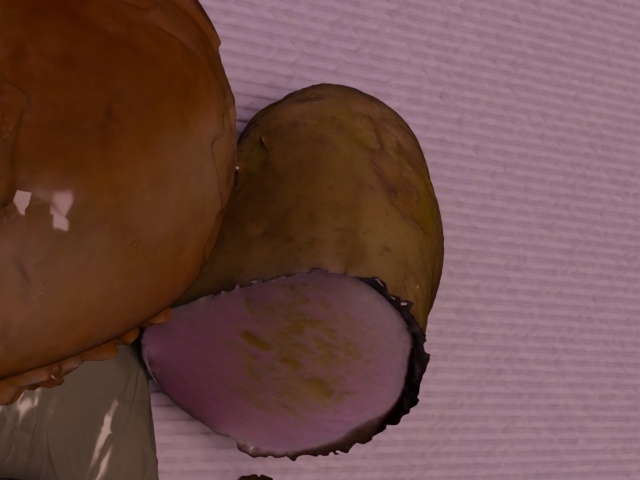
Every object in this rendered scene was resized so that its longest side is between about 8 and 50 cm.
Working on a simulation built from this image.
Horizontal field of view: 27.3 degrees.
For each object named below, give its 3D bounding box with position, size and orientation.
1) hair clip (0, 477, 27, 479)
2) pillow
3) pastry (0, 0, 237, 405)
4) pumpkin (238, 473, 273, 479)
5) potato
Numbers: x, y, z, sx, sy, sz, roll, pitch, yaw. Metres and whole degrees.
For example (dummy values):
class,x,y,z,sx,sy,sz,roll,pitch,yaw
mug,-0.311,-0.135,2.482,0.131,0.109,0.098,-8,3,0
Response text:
class,x,y,z,sx,sy,sz,roll,pitch,yaw
hair clip,-0.288,0.184,0.793,0.321,0.091,0.138,22,88,-29
pillow,-0.236,0.120,0.911,0.281,0.076,0.274,-8,94,-35
pastry,-0.246,-0.074,0.771,0.410,0.245,0.409,14,39,-12
pumpkin,-0.078,0.305,0.991,0.248,0.131,0.126,-44,104,-24
potato,0.000,0.000,1.030,0.229,0.229,0.266,43,40,-27
